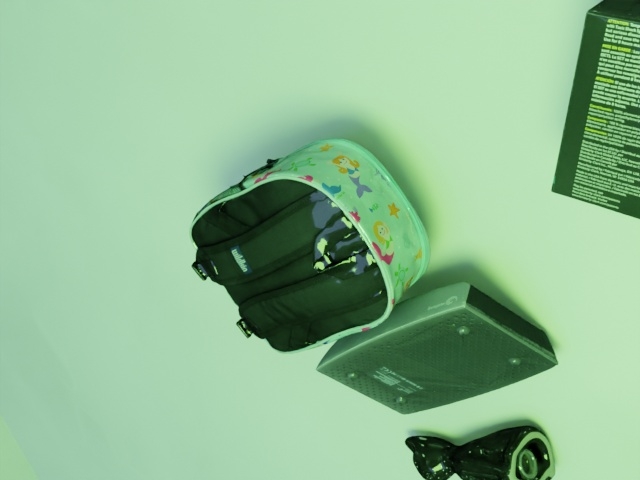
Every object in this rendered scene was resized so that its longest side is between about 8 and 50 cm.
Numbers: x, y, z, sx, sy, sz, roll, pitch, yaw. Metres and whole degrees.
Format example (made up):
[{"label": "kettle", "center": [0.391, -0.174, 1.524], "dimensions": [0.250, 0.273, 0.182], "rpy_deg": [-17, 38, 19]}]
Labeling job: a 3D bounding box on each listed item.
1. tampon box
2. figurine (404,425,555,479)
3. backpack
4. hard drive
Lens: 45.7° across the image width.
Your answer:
[{"label": "tampon box", "center": [0.273, -0.117, 0.632], "dimensions": [0.101, 0.120, 0.161], "rpy_deg": [21, 129, 28]}, {"label": "figurine", "center": [0.228, 0.345, 1.003], "dimensions": [0.209, 0.092, 0.214], "rpy_deg": [-17, 107, 52]}, {"label": "backpack", "center": [0.000, 0.000, 0.879], "dimensions": [0.253, 0.191, 0.225], "rpy_deg": [-23, 104, 52]}, {"label": "hard drive", "center": [0.132, 0.134, 0.908], "dimensions": [0.172, 0.054, 0.255], "rpy_deg": [31, 141, -24]}]
